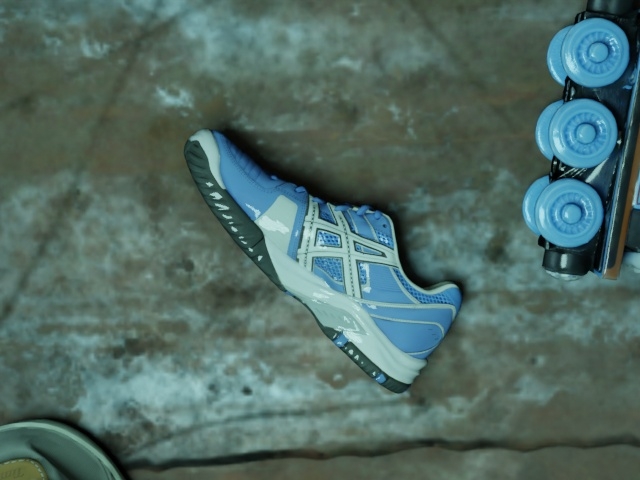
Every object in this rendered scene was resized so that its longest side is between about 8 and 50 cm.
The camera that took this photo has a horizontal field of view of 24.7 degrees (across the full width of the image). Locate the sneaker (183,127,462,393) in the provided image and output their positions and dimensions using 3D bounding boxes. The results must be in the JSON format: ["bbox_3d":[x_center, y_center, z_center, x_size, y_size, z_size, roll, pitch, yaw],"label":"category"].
[{"bbox_3d":[0.000,0.000,0.934,0.211,0.080,0.081,44,91,-8],"label":"sneaker"}]

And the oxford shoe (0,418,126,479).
[{"bbox_3d":[-0.108,0.322,0.939,0.169,0.130,0.449,-32,92,6],"label":"oxford shoe"}]

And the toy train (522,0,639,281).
[{"bbox_3d":[0.188,-0.062,0.904,0.105,0.080,0.184,8,95,0],"label":"toy train"}]
